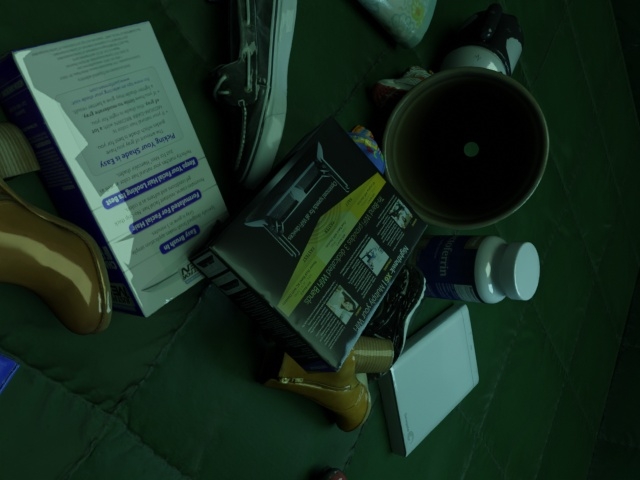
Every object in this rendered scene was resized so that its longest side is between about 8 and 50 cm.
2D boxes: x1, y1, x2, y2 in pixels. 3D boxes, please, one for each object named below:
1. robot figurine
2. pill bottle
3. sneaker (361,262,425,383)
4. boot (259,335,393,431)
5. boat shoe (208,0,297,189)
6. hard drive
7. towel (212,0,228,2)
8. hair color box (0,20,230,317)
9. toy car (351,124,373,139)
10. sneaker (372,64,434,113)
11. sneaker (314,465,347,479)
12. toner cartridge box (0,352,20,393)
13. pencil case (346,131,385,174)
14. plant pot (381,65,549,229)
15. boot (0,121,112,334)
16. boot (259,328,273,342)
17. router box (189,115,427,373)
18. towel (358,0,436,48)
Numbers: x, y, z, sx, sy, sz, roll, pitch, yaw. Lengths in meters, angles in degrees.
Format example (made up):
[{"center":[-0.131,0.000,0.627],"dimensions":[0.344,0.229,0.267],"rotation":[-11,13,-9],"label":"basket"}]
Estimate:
[{"center":[0.409,-0.459,1.317],"dimensions":[0.209,0.173,0.278],"rotation":[46,59,-27],"label":"robot figurine"},{"center":[0.344,0.064,1.195],"dimensions":[0.153,0.264,0.153],"rotation":[-1,91,-46],"label":"pill bottle"},{"center":[0.144,0.184,1.114],"dimensions":[0.271,0.100,0.108],"rotation":[-59,166,-14],"label":"sneaker"},{"center":[-0.008,0.258,0.952],"dimensions":[0.211,0.295,0.104],"rotation":[4,45,-13],"label":"boot"},{"center":[-0.121,-0.251,0.839],"dimensions":[0.119,0.121,0.335],"rotation":[7,87,-23],"label":"boat shoe"},{"center":[0.275,0.328,1.285],"dimensions":[0.353,0.047,0.233],"rotation":[-23,107,-43],"label":"hard drive"},{"center":[-0.139,-0.424,0.860],"dimensions":[0.119,0.029,0.067],"rotation":[-18,104,-43],"label":"towel"},{"center":[-0.253,-0.090,0.694],"dimensions":[0.185,0.110,0.339],"rotation":[-37,115,-41],"label":"hair color box"},{"center":[0.068,-0.197,1.068],"dimensions":[0.122,0.040,0.060],"rotation":[-32,113,-41],"label":"toy car"},{"center":[0.191,-0.342,1.176],"dimensions":[0.225,0.088,0.093],"rotation":[-13,80,-45],"label":"sneaker"},{"center":[0.049,0.575,0.996],"dimensions":[0.097,0.135,0.276],"rotation":[-5,93,-44],"label":"sneaker"},{"center":[-0.491,0.105,0.477],"dimensions":[0.348,0.075,0.165],"rotation":[46,58,-36],"label":"toner cartridge box"},{"center":[0.051,-0.044,0.952],"dimensions":[0.119,0.133,0.306],"rotation":[91,4,-68],"label":"pencil case"},{"center":[0.322,-0.200,1.160],"dimensions":[0.280,0.323,0.323],"rotation":[-25,110,-68],"label":"plant pot"},{"center":[-0.360,0.016,0.541],"dimensions":[0.220,0.109,0.283],"rotation":[-44,117,-59],"label":"boot"},{"center":[-0.038,0.151,0.947],"dimensions":[0.152,0.073,0.197],"rotation":[-29,99,-43],"label":"boot"},{"center":[0.000,0.000,0.781],"dimensions":[0.243,0.081,0.309],"rotation":[47,56,-13],"label":"router box"},{"center":[0.145,-0.652,1.110],"dimensions":[0.320,0.090,0.374],"rotation":[26,72,-40],"label":"towel"}]
